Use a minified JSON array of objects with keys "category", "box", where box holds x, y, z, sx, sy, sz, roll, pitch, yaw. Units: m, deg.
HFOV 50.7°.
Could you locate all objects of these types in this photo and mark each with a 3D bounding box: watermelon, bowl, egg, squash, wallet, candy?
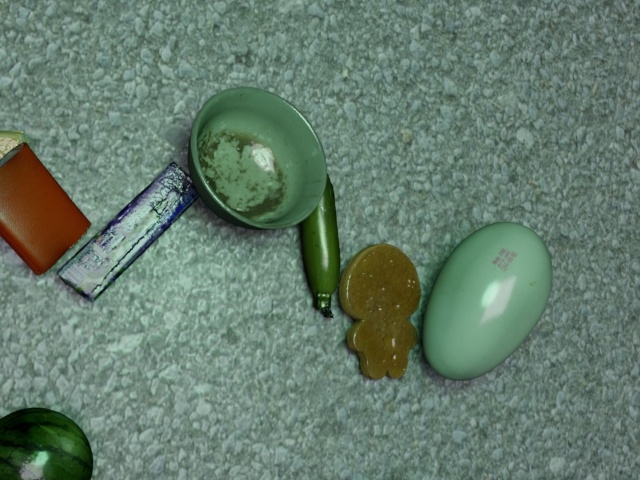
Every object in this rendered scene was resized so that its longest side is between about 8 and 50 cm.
[{"category":"watermelon","box":[-0.491,0.374,1.130,0.214,0.188,0.188,37,71,-37]},{"category":"bowl","box":[-0.143,-0.142,1.336,0.289,0.146,0.289,10,69,-29]},{"category":"egg","box":[0.350,0.129,1.434,0.230,0.230,0.371,34,78,-11]},{"category":"squash","box":[-0.002,0.000,1.412,0.087,0.087,0.331,-3,85,-19]},{"category":"wallet","box":[-0.519,-0.054,1.208,0.142,0.045,0.204,-54,136,-29]},{"category":"candy","box":[-0.363,-0.017,1.303,0.088,0.061,0.312,45,72,-9]}]

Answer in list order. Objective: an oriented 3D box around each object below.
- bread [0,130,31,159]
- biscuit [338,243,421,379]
[{"category":"bread","box":[-0.587,-0.141,1.237,0.106,0.082,0.125,2,92,-8]},{"category":"biscuit","box":[0.132,0.151,1.447,0.202,0.044,0.289,-3,89,-31]}]
